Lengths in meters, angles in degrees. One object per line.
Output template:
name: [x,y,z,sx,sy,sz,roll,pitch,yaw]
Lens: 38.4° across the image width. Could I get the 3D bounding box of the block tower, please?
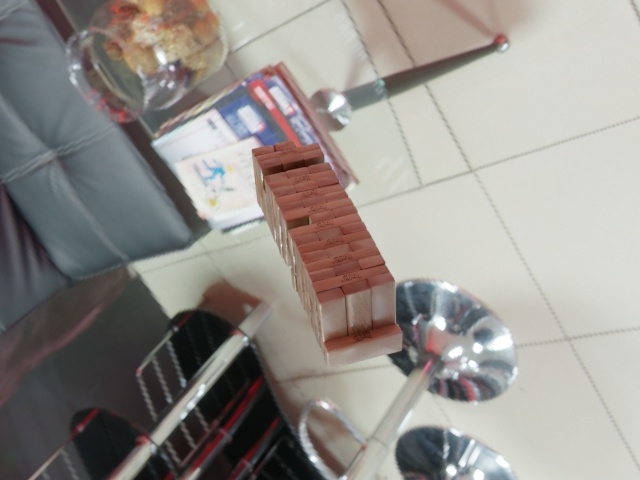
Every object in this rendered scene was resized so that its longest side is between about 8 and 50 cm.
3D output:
block tower: [0.000,0.000,1.110,0.335,0.090,0.097,-116,16,-48]
